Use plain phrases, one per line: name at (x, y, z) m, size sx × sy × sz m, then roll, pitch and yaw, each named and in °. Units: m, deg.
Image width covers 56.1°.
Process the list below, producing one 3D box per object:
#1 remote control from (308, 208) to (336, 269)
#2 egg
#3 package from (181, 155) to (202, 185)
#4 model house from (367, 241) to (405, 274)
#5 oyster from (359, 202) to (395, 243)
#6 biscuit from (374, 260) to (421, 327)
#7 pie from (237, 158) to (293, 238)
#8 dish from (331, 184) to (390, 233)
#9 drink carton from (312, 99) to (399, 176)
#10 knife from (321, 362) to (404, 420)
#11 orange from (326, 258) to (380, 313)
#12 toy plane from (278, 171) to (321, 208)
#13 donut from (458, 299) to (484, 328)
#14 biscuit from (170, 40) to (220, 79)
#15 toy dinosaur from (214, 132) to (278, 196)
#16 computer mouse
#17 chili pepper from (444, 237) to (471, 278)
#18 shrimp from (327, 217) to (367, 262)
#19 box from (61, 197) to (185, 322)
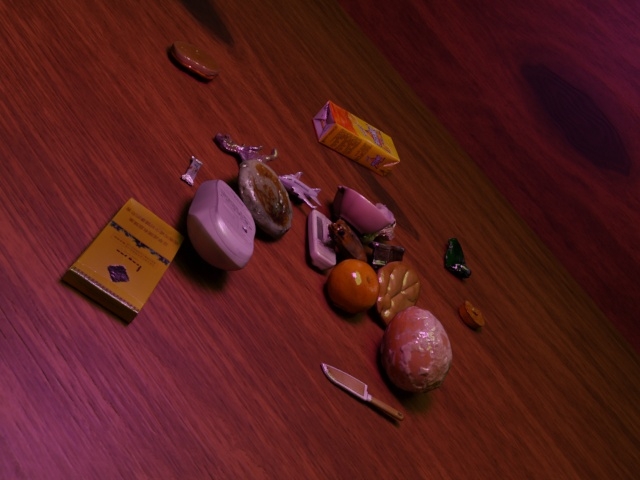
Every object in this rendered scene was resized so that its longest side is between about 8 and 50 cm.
remote control at (0.001, -0.001, 1.763) m, size 0.090 × 0.049 × 0.230 m, roll 34°, pitch 28°, yaw -22°
egg at (0.255, 0.291, 1.604) m, size 0.195 × 0.195 × 0.233 m, roll 11°, pitch 59°, yaw -45°
package at (-0.340, -0.186, 1.593) m, size 0.037 × 0.015 × 0.110 m, roll 40°, pitch 32°, yaw -22°
model house at (0.193, 0.082, 1.873) m, size 0.165 × 0.106 × 0.152 m, roll 8°, pitch 86°, yaw -43°
oyster at (0.176, -0.049, 2.036) m, size 0.163 × 0.081 × 0.191 m, roll 31°, pitch 41°, yaw 22°
biscuit at (0.235, 0.155, 1.792) m, size 0.260 × 0.041 × 0.203 m, roll -21°, pitch 98°, yaw -51°
pie at (-0.150, -0.116, 1.655) m, size 0.240 × 0.054 × 0.240 m, roll 47°, pitch 28°, yaw -35°
dish at (0.108, -0.083, 1.907) m, size 0.213 × 0.090 × 0.213 m, roll 37°, pitch -4°, yaw 3°
drink carton at (0.143, -0.392, 2.348) m, size 0.351 × 0.111 × 0.154 m, roll 23°, pitch 38°, yaw -36°
knife at (0.102, 0.373, 1.478) m, size 0.256 × 0.022 × 0.046 m, roll 33°, pitch 39°, yaw -13°
orange at (0.088, 0.127, 1.658) m, size 0.155 × 0.134 × 0.154 m, roll 17°, pitch 65°, yaw -41°
toy plane at (-0.069, -0.160, 1.848) m, size 0.171 × 0.065 × 0.162 m, roll 15°, pitch 38°, yaw -37°
donut at (0.533, 0.267, 2.119) m, size 0.108 × 0.043 × 0.097 m, roll 39°, pitch 31°, yaw -15°
biscuit at (-0.409, -0.581, 1.945) m, size 0.170 × 0.050 × 0.170 m, roll 31°, pitch 26°, yaw -17°
toy dinosaur at (-0.209, -0.209, 1.756) m, size 0.200 × 0.072 × 0.251 m, roll 1°, pitch 64°, yaw -38°
computer mouse at (-0.241, -0.027, 1.432) m, size 0.184 × 0.121 × 0.297 m, roll 48°, pitch 10°, yaw -28°
chili pepper at (0.525, 0.064, 2.332) m, size 0.108 × 0.062 × 0.216 m, roll 31°, pitch 32°, yaw -25°
shrimp at (0.074, -0.016, 1.783) m, size 0.287 × 0.063 × 0.152 m, roll 46°, pitch 23°, yaw -58°
box at (-0.394, 0.032, 1.244) m, size 0.153 × 0.041 × 0.279 m, roll 39°, pitch 32°, yaw -15°
